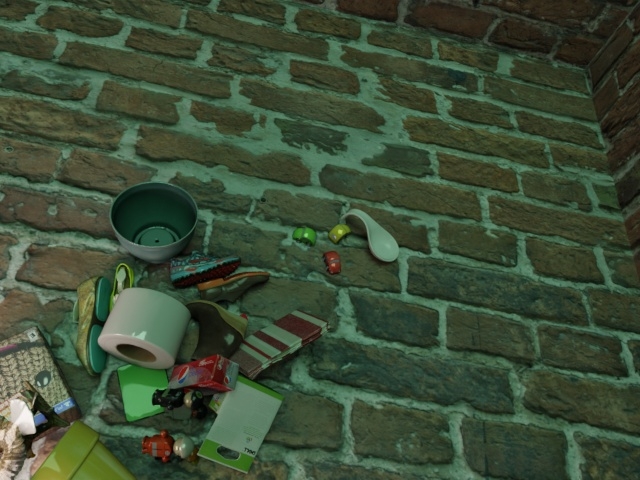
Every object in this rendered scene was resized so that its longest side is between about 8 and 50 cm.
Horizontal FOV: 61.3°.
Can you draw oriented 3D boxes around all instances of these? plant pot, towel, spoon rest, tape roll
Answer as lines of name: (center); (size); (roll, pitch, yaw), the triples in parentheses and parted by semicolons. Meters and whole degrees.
plant pot: (-0.656, 0.668, 1.483); (0.239, 0.254, 0.254); (38, 57, -8)
plant pot: (-0.589, -0.038, 1.933); (0.293, 0.196, 0.293); (7, 52, -9)
towel: (-0.152, 0.340, 1.821); (0.329, 0.237, 0.037); (-27, 109, -26)
spoon rest: (0.207, -0.026, 2.169); (0.276, 0.084, 0.137); (44, 50, 6)
tape roll: (-0.556, 0.284, 1.720); (0.246, 0.246, 0.169); (15, 54, -4)

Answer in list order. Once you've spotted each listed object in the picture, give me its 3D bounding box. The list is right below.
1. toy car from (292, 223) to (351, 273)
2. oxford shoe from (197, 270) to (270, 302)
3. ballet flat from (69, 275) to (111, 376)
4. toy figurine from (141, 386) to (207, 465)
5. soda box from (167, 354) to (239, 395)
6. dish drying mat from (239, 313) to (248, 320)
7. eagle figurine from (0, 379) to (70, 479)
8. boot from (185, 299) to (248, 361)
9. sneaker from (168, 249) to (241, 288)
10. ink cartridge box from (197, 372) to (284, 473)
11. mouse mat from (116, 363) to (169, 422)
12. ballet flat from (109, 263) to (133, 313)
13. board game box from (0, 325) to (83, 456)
toy car: (0.000, 0.000, 2.139); (0.225, 0.053, 0.239); (18, 57, -2)
oxford shoe: (-0.306, 0.172, 1.958); (0.272, 0.097, 0.098); (-12, 91, -23)
ballet flat: (-0.760, 0.281, 1.767); (0.123, 0.123, 0.348); (0, 60, -13)
toy figurine: (-0.420, 0.556, 1.611); (0.148, 0.209, 0.213); (2, 57, 2)
soda box: (-0.366, 0.425, 1.670); (0.092, 0.263, 0.083); (34, 51, -31)
dish drying mat: (-0.300, 0.289, 1.921); (0.083, 0.008, 0.032); (-23, 66, -24)
eagle figurine: (-0.813, 0.544, 1.390); (0.298, 0.226, 0.225); (-44, 118, -29)
boot: (-0.383, 0.311, 1.803); (0.249, 0.090, 0.206); (16, 44, 13)
sneaker: (-0.422, 0.077, 1.965); (0.262, 0.104, 0.125); (-14, 62, -21)
ink cartridge box: (-0.259, 0.559, 1.680); (0.189, 0.097, 0.255); (33, 76, -25)
mouse mat: (-0.566, 0.478, 1.745); (0.153, 0.007, 0.189); (-12, 64, -20)
ballet flat: (-0.684, 0.182, 1.853); (0.077, 0.077, 0.230); (0, 60, -12)
board game box: (-0.891, 0.446, 1.607); (0.232, 0.141, 0.291); (-27, 69, -26)
